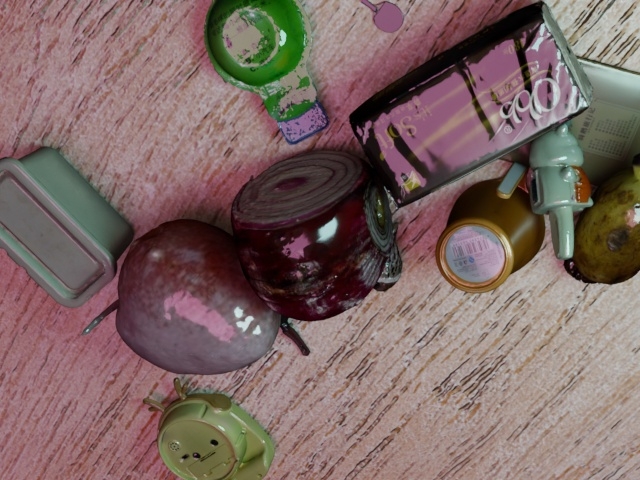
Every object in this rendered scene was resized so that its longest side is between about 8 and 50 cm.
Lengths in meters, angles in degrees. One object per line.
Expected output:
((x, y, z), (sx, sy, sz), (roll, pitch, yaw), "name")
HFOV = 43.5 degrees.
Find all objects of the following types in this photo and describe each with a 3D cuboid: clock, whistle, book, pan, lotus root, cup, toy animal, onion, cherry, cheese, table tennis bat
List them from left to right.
((-0.241, 0.131, 1.582), (0.334, 0.291, 0.326), (33, 134, 4), "cherry")
((-0.276, 0.459, 1.859), (0.235, 0.096, 0.308), (-36, 102, 24), "clock")
((-0.094, -0.329, 1.458), (0.203, 0.083, 0.321), (-25, 105, 19), "cheese")
((-0.086, 0.171, 1.716), (0.114, 0.040, 0.212), (-23, 108, 26), "pan")
((0.000, 0.000, 1.458), (0.281, 0.337, 0.260), (-17, 117, 12), "onion")
((0.109, -0.404, 1.424), (0.083, 0.007, 0.050), (32, 117, -6), "table tennis bat")
((0.131, 0.038, 1.585), (0.098, 0.098, 0.137), (43, 94, -10), "toy animal")
((0.306, -0.023, 1.430), (0.182, 0.264, 0.226), (24, 111, 15), "cup")
((0.412, -0.093, 1.383), (0.105, 0.101, 0.253), (-6, 78, 24), "whistle")
((0.492, -0.206, 1.431), (0.310, 0.021, 0.217), (16, 118, 4), "book")
((0.530, -0.028, 1.407), (0.141, 0.169, 0.314), (27, 137, 12), "lotus root")

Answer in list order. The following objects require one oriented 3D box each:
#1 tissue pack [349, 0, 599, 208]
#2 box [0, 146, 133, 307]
((0.258, -0.234, 1.352), (0.370, 0.210, 0.198), (-28, 95, 26), "tissue pack")
((-0.529, -0.041, 1.627), (0.175, 0.182, 0.312), (-37, 102, 25), "box")
